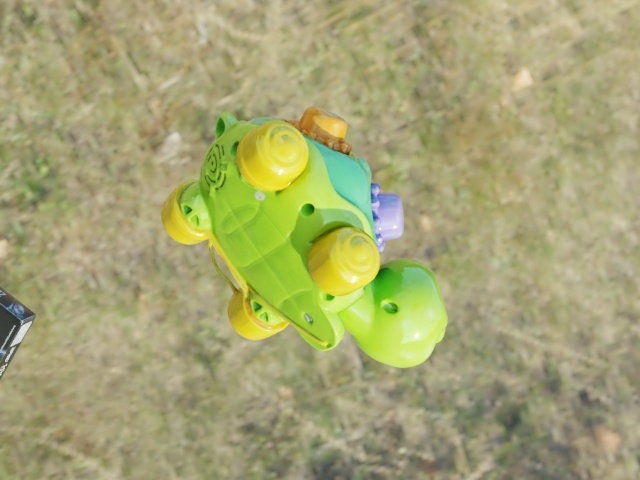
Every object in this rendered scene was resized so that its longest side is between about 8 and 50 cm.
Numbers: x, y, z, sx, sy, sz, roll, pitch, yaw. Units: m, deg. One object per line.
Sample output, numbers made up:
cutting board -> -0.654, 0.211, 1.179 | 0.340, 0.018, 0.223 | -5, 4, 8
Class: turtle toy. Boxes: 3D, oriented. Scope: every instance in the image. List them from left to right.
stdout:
turtle toy -> 0.000, 0.000, 0.658 | 0.066, 0.095, 0.130 | -38, 95, -35

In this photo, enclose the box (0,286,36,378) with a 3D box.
box -> -0.225, 0.061, 1.020 | 0.067, 0.083, 0.018 | 37, 21, 9
